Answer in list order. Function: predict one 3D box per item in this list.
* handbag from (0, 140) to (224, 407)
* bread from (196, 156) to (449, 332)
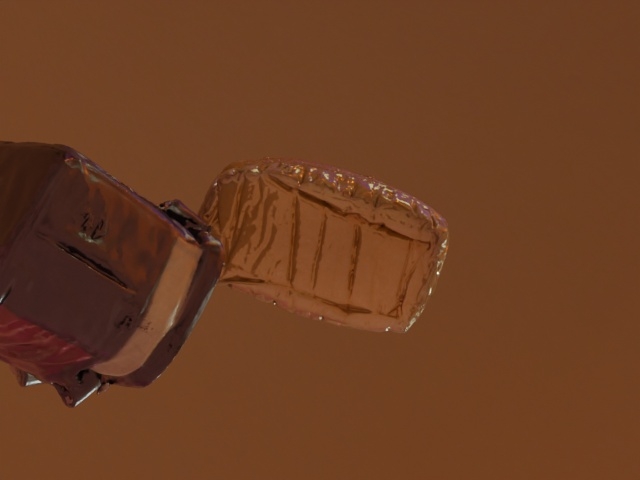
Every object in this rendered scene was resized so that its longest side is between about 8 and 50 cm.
[{"bbox_3d":[-0.205,0.027,1.021,0.181,0.254,0.181,34,-105,-30],"label":"handbag"},{"bbox_3d":[0.000,0.000,1.212,0.236,0.106,0.140,17,-76,-1],"label":"bread"}]
